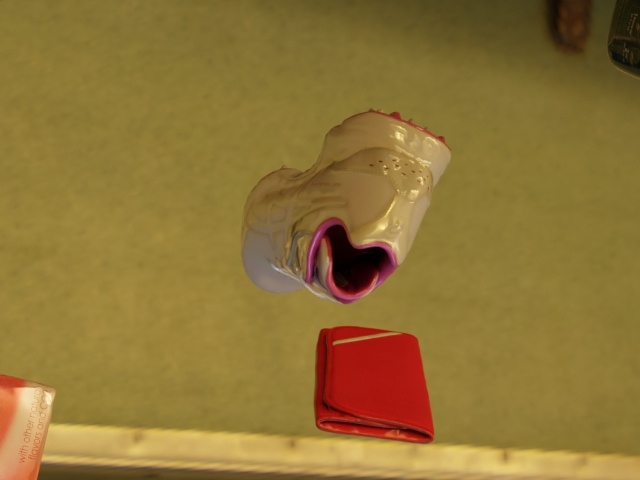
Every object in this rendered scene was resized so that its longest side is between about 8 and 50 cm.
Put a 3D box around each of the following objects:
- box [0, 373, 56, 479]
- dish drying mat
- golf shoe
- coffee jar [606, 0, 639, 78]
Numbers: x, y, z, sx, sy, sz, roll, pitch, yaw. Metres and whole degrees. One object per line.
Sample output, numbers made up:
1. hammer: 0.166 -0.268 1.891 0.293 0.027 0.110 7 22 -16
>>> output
1. box: -0.274 0.222 1.072 0.154 0.142 0.299 16 71 -15
2. dish drying mat: 0.014 0.039 0.502 0.032 0.083 0.008 8 103 -2
3. golf shoe: 0.000 0.000 1.557 0.115 0.306 0.140 22 61 -16
4. coffee jar: 0.294 -0.138 1.292 0.079 0.184 0.096 1 114 -32
